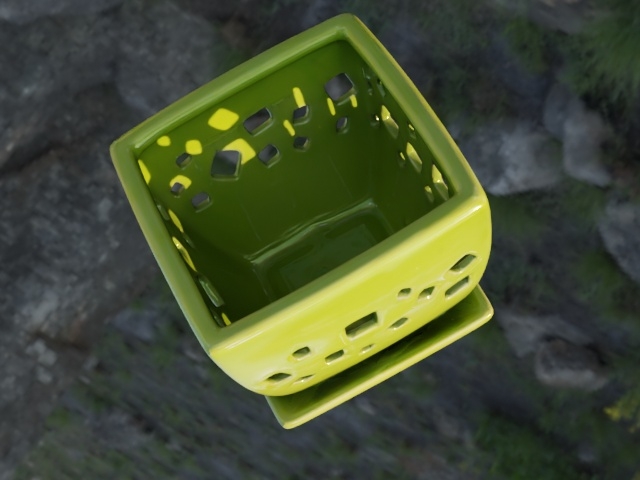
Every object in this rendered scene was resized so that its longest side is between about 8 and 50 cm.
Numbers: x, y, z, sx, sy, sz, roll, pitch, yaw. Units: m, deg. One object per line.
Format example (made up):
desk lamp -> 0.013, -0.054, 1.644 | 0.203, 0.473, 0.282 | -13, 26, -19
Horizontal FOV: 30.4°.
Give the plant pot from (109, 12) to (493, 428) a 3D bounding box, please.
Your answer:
plant pot -> 0.000, 0.000, 0.934 | 0.228, 0.227, 0.207 | 60, 178, 36
